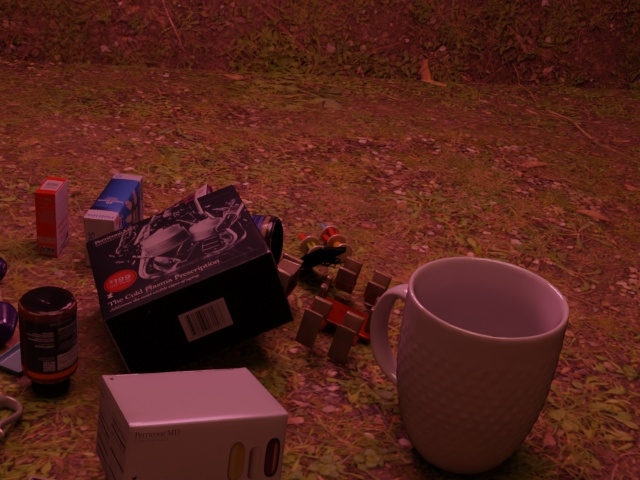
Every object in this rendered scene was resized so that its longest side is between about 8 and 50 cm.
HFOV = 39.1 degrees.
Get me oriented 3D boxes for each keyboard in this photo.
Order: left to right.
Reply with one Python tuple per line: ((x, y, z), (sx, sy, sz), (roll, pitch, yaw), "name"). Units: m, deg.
((0.002, 0.051, 2.122), (0.100, 0.038, 0.192), (-2, -11, -27), "keyboard")

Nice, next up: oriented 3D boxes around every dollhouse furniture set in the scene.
((0.003, 0.144, 1.984), (0.259, 0.135, 0.262), (25, 31, 10), "dollhouse furniture set")

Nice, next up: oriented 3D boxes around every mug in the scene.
((0.237, 0.218, 1.632), (0.276, 0.328, 0.374), (-20, 37, -41), "mug")

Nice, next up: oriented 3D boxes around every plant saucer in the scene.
((-0.568, 0.212, 1.811), (0.067, 0.018, 0.192), (16, 30, 18), "plant saucer")

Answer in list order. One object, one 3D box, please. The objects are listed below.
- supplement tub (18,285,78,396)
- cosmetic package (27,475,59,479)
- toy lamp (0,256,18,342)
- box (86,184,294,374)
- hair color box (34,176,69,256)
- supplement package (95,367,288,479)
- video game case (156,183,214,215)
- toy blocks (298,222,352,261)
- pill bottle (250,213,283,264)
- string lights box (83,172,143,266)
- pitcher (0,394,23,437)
((-0.502, 0.191, 1.669), (0.106, 0.198, 0.106), (6, 28, -3), "supplement tub")
((-0.352, 0.432, 1.390), (0.238, 0.061, 0.099), (8, 28, 3), "cosmetic package")
((-0.682, 0.124, 1.893), (0.080, 0.080, 0.275), (-5, 27, -21), "toy lamp")
((-0.274, 0.080, 1.842), (0.343, 0.179, 0.312), (-22, 33, -9), "box")
((-0.638, -0.056, 2.143), (0.053, 0.167, 0.093), (6, 27, 1), "hair color box")
((-0.214, 0.316, 1.476), (0.261, 0.145, 0.204), (0, 14, -26), "supplement package")
((-0.351, -0.015, 2.113), (0.232, 0.042, 0.210), (-30, 29, 13), "video game case")
((0.000, 0.000, 2.292), (0.123, 0.054, 0.148), (-4, 29, -20), "toy blocks")
((-0.208, -0.006, 2.178), (0.219, 0.123, 0.123), (5, 27, 12), "pill bottle")
((-0.502, -0.051, 2.199), (0.076, 0.133, 0.260), (6, 28, 2), "string lights box")
((-0.593, 0.307, 1.533), (0.177, 0.126, 0.207), (11, 12, -24), "pitcher")
